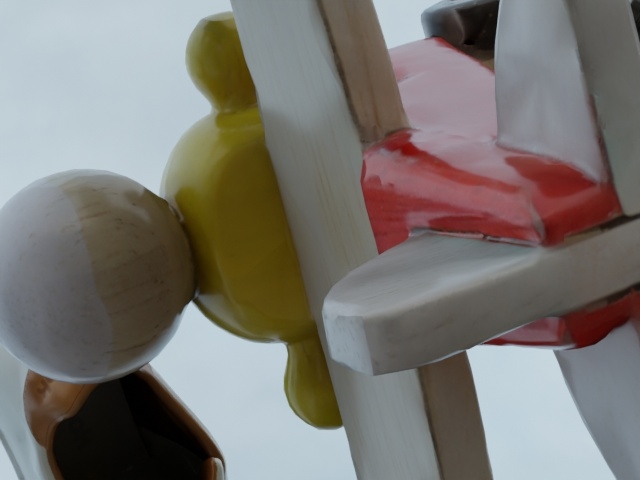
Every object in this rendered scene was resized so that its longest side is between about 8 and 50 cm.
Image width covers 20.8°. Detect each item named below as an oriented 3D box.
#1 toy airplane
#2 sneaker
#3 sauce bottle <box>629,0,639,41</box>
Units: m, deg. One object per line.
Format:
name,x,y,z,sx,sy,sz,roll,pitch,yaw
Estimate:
toy airplane,0.000,0.000,0.674,0.272,0.386,0.384,-14,-34,-2
sneaker,-0.088,0.160,0.892,0.106,0.123,0.290,-37,-55,-18
sauce bottle,0.216,-0.093,0.941,0.128,0.042,0.042,26,-64,-5
